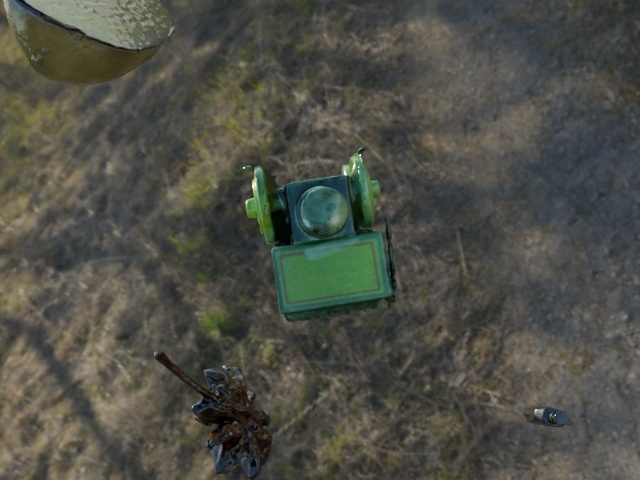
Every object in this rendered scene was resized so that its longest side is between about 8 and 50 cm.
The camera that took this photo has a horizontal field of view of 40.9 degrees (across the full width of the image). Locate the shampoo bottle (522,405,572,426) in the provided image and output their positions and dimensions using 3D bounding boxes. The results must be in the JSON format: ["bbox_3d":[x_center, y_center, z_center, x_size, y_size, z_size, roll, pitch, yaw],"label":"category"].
[{"bbox_3d":[0.332,0.259,1.265,0.137,0.048,0.027,105,-177,-80],"label":"shampoo bottle"}]

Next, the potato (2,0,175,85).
[{"bbox_3d":[-0.279,-0.236,0.983,0.117,0.182,0.202,-52,-1,32],"label":"potato"}]

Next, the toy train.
[{"bbox_3d":[0.000,0.000,1.022,0.159,0.188,0.271,-9,-1,-3],"label":"toy train"}]

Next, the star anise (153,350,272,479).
[{"bbox_3d":[-0.139,0.250,1.213,0.073,0.234,0.177,-31,63,24],"label":"star anise"}]
